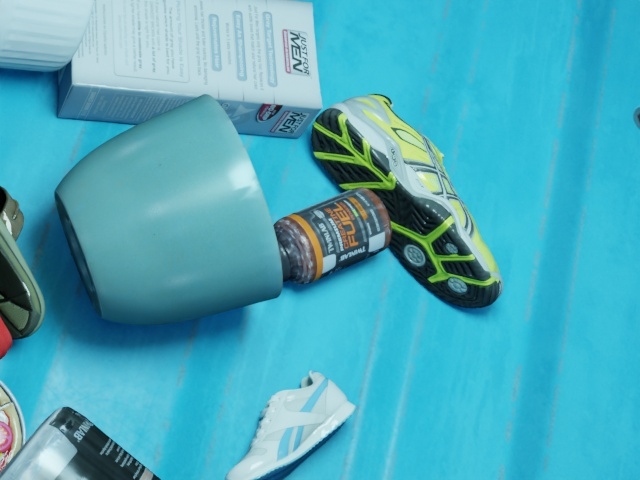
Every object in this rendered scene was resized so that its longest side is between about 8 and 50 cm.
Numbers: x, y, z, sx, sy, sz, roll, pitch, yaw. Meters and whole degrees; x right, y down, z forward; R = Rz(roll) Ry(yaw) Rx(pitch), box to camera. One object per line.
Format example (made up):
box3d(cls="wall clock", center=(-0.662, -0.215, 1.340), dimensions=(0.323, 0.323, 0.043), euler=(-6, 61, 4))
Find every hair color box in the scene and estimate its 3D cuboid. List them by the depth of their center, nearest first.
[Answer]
box3d(cls="hair color box", center=(-0.195, -0.268, 2.086), dimensions=(0.374, 0.113, 0.185), euler=(3, 67, -21))

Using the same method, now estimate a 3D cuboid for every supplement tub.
box3d(cls="supplement tub", center=(-0.250, 0.379, 1.720), dimensions=(0.338, 0.207, 0.207), euler=(41, 59, -4))
box3d(cls="supplement tub", center=(0.000, 0.000, 2.054), dimensions=(0.197, 0.106, 0.106), euler=(-24, 78, -29))

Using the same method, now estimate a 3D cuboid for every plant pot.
box3d(cls="plant pot", center=(-0.214, -0.019, 1.881), dimensions=(0.235, 0.293, 0.293), euler=(-21, 77, -14))

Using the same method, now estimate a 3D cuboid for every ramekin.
box3d(cls="ramekin", center=(-0.407, -0.364, 1.953), dimensions=(0.135, 0.277, 0.277), euler=(7, 65, -28))

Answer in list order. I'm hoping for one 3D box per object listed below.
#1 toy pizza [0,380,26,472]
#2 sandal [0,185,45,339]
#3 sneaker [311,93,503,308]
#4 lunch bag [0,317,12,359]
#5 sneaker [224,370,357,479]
box3d(cls="toy pizza", center=(-0.472, 0.245, 1.791), dimensions=(0.201, 0.032, 0.201), euler=(9, 65, -19))
box3d(cls="sandal", center=(-0.440, -0.007, 1.885), dimensions=(0.086, 0.120, 0.303), euler=(-10, 72, -55))
box3d(cls="sneaker", center=(0.158, -0.070, 2.133), dimensions=(0.385, 0.145, 0.147), euler=(52, 51, -1))
box3d(cls="lunch bag", center=(-0.478, 0.070, 1.698), dimensions=(0.258, 0.293, 0.120), euler=(33, 57, 15))
box3d(cls="sneaker", center=(-0.056, 0.267, 1.933), dimensions=(0.092, 0.087, 0.228), euler=(47, 52, 10))
